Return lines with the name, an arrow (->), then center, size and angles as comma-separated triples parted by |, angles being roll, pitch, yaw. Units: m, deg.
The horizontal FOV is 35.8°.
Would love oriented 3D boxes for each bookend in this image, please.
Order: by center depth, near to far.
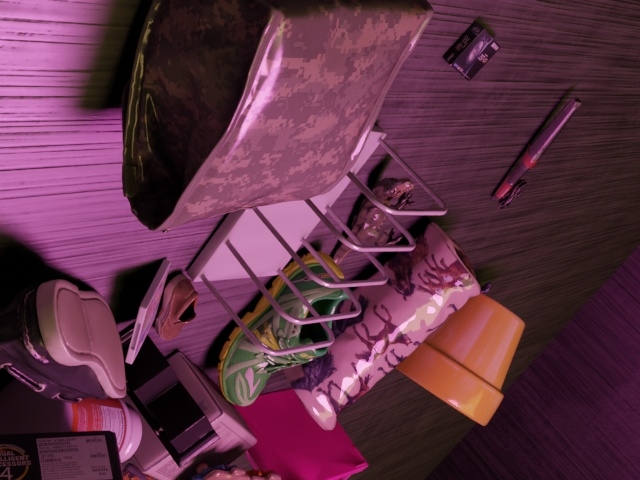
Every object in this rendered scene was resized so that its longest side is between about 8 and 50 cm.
bookend -> -0.223, 0.216, 1.377 | 0.072, 0.157, 0.156 | -36, 157, -13

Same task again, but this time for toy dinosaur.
toy dinosaur -> 0.089, -0.023, 1.566 | 0.118, 0.064, 0.268 | -11, 146, -39

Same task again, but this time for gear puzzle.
gear puzzle -> -0.104, 0.421, 1.635 | 0.175, 0.044, 0.339 | -40, 140, 25

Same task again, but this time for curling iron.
curling iron -> 0.395, -0.160, 1.823 | 0.068, 0.035, 0.274 | -25, 153, -42

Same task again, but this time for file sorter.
file sorter -> 0.000, 0.000, 1.321 | 0.278, 0.173, 0.193 | -51, 154, 24
file sorter -> -0.093, 0.426, 1.900 | 0.182, 0.202, 0.290 | -47, 156, 22

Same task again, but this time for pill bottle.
pill bottle -> -0.329, 0.248, 1.315 | 0.121, 0.121, 0.216 | -43, 157, 5

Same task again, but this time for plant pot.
plant pot -> 0.315, 0.237, 2.171 | 0.239, 0.254, 0.254 | -57, 157, -3

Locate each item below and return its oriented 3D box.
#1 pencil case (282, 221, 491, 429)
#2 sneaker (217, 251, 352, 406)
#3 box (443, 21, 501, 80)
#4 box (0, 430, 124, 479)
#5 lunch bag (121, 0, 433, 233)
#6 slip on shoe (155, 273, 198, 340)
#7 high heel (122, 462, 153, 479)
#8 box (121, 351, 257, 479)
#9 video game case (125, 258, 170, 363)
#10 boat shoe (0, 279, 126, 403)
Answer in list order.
pencil case -> 0.106, 0.159, 1.783 | 0.410, 0.160, 0.183 | -42, 142, 2
sneaker -> -0.059, 0.155, 1.548 | 0.109, 0.123, 0.295 | 4, 125, -56
box -> 0.211, -0.262, 1.379 | 0.067, 0.018, 0.083 | -46, 156, 13
box -> -0.459, 0.350, 1.160 | 0.395, 0.097, 0.318 | 2, 134, -28
lunch bag -> -0.061, -0.145, 0.979 | 0.235, 0.169, 0.287 | -15, 141, -46
slip on shoe -> -0.191, 0.100, 1.356 | 0.051, 0.041, 0.135 | -39, 160, -40
high heel -> -0.367, 0.402, 1.522 | 0.093, 0.261, 0.186 | -67, 156, -57
box -> -0.214, 0.292, 1.561 | 0.148, 0.127, 0.232 | -37, 156, -6
video game case -> -0.223, 0.093, 1.283 | 0.087, 0.011, 0.122 | -71, -177, -45
boat shoe -> -0.308, 0.128, 1.152 | 0.113, 0.127, 0.340 | -12, 170, -1
